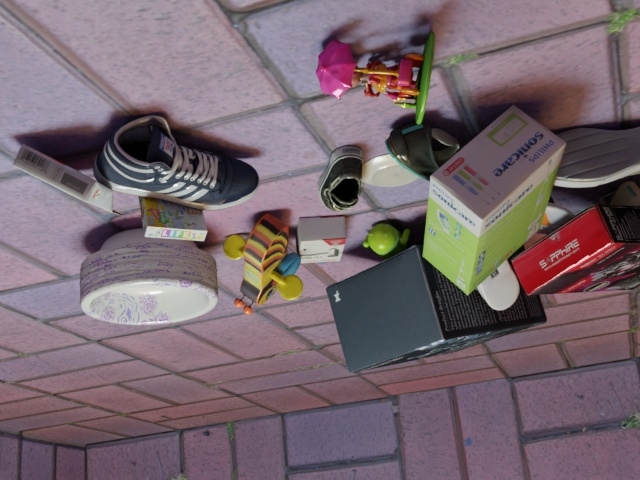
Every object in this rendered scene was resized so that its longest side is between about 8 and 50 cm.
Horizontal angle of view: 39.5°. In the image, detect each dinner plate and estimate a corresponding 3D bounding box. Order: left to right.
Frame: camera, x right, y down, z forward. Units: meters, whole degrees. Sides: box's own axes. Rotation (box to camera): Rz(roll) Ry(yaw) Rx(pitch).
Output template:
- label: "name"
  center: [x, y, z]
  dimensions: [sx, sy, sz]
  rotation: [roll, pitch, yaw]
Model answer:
- label: "dinner plate"
  center: [0.141, -0.127, 1.674]
  dimensions: [0.141, 0.017, 0.141]
  rotation: [-6, 158, -2]

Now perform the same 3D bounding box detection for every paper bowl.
- label: "paper bowl"
  center: [-0.359, 0.070, 1.871]
  dimensions: [0.284, 0.148, 0.284]
  rotation: [-4, 159, -2]

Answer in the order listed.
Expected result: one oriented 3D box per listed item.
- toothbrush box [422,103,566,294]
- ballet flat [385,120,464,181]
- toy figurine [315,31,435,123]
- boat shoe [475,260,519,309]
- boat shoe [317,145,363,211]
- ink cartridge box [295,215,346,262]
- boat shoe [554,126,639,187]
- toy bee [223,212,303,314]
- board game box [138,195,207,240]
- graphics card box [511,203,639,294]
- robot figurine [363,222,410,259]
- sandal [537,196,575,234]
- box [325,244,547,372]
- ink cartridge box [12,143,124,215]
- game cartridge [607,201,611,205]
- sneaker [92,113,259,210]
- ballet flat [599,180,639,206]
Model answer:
- label: "toothbrush box"
  center: [0.294, -0.063, 1.550]
  dimensions: [0.206, 0.122, 0.283]
  rotation: [-41, 157, -16]
- label: "ballet flat"
  center: [0.217, -0.133, 1.581]
  dimensions: [0.096, 0.095, 0.280]
  rotation: [-32, 151, 18]
- label: "toy figurine"
  center: [0.073, -0.240, 1.280]
  dimensions: [0.159, 0.130, 0.173]
  rotation: [8, -176, 2]
- label: "boat shoe"
  center: [0.318, 0.008, 1.817]
  dimensions: [0.108, 0.102, 0.301]
  rotation: [-35, 123, -8]
- label: "boat shoe"
  center: [0.037, -0.094, 1.653]
  dimensions: [0.078, 0.070, 0.219]
  rotation: [-1, 158, -5]
- label: "ink cartridge box"
  center: [0.000, 0.000, 1.909]
  dimensions: [0.099, 0.056, 0.135]
  rotation: [-4, 159, -5]
- label: "boat shoe"
  center: [0.525, -0.146, 1.603]
  dimensions: [0.302, 0.109, 0.094]
  rotation: [-9, 161, 0]
- label: "toy bee"
  center: [-0.115, 0.079, 1.897]
  dimensions: [0.195, 0.162, 0.298]
  rotation: [24, 155, 39]
- label: "board game box"
  center: [-0.259, -0.066, 1.539]
  dimensions: [0.103, 0.154, 0.026]
  rotation: [4, 135, -25]
- label: "graphics card box"
  center: [0.601, 0.021, 1.822]
  dimensions: [0.371, 0.094, 0.233]
  rotation: [-1, 152, -39]
- label: "robot figurine"
  center: [0.145, 0.003, 1.939]
  dimensions: [0.101, 0.067, 0.115]
  rotation: [-3, 162, 27]
- label: "sandal"
  center: [0.388, -0.077, 1.807]
  dimensions: [0.265, 0.076, 0.102]
  rotation: [8, 150, 23]
- label: "box"
  center: [0.268, 0.145, 2.040]
  dimensions: [0.395, 0.212, 0.293]
  rotation: [-3, 163, -43]
- label: "ink cartridge box"
  center: [-0.409, -0.098, 1.496]
  dimensions: [0.145, 0.045, 0.179]
  rotation: [26, 180, 10]
- label: "game cartridge"
  center: [0.660, -0.084, 1.922]
  dimensions: [0.056, 0.017, 0.083]
  rotation: [3, 158, -13]
- label: "sneaker"
  center: [-0.222, -0.127, 1.466]
  dimensions: [0.282, 0.099, 0.153]
  rotation: [6, 158, -20]
- label: "ballet flat"
  center: [0.616, -0.049, 1.909]
  dimensions: [0.086, 0.086, 0.248]
  rotation: [-1, 155, -12]
